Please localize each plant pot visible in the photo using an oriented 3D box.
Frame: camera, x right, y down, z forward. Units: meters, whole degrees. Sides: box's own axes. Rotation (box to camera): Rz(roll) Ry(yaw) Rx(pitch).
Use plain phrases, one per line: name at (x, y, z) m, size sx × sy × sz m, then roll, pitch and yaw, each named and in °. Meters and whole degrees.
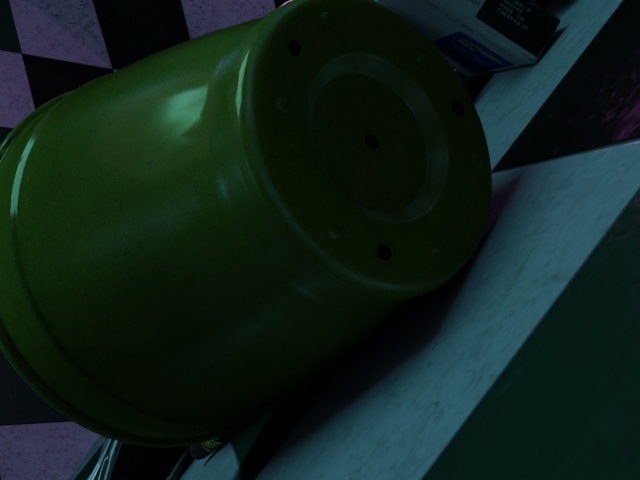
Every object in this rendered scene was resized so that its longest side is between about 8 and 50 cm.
plant pot at (-0.058, -0.029, 0.875) m, size 0.353 × 0.366 × 0.366 m, roll -25°, pitch 25°, yaw 50°

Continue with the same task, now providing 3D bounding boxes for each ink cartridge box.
ink cartridge box at (0.161, -0.276, 1.271) m, size 0.069 × 0.176 × 0.371 m, roll -58°, pitch 6°, yaw 2°

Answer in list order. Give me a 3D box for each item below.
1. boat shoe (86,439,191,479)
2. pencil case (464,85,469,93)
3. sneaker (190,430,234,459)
boat shoe at (-0.192, 0.233, 1.277) m, size 0.119 × 0.121 × 0.335 m, roll -29°, pitch 32°, yaw 53°
pencil case at (0.027, -0.099, 1.345) m, size 0.386 × 0.167 × 0.160 m, roll -51°, pitch -31°, yaw 5°
sneaker at (-0.119, 0.215, 1.140) m, size 0.083 × 0.031 × 0.035 m, roll -49°, pitch 7°, yaw 17°
